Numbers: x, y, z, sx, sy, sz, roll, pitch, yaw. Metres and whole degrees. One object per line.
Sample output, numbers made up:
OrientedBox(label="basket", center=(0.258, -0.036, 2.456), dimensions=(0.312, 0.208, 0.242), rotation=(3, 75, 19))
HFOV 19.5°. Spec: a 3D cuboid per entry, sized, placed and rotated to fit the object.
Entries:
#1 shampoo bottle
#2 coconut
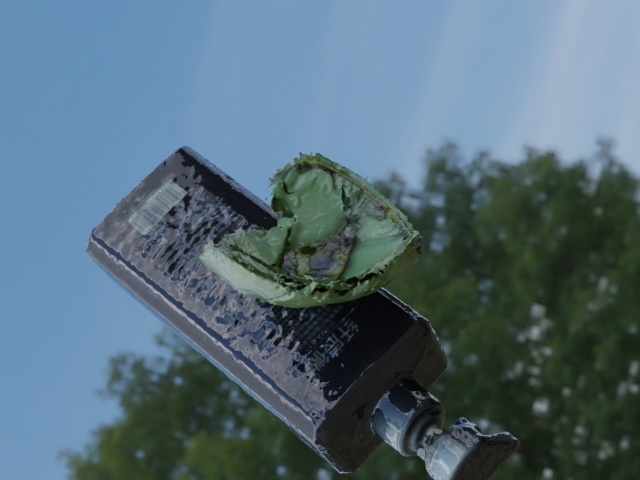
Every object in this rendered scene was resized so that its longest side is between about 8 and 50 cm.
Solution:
OrientedBox(label="shampoo bottle", center=(-0.013, 0.055, 1.117), dimensions=(0.098, 0.309, 0.071), rotation=(-44, -39, -12))
OrientedBox(label="coconut", center=(-0.003, 0.004, 1.055), dimensions=(0.158, 0.133, 0.055), rotation=(-31, -48, -52))
